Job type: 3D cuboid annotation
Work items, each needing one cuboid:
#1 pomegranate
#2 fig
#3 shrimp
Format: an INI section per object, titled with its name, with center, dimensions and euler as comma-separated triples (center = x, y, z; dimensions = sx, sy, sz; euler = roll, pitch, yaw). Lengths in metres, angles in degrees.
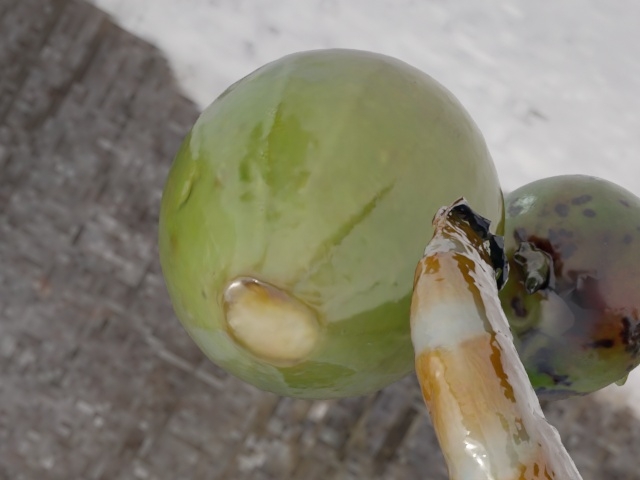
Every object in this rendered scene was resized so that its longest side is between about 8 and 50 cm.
[pomegranate]
center = 0.186, 0.043, 1.330
dimensions = 0.220, 0.156, 0.156
euler = 27, -176, -36
[fig]
center = -0.006, -0.001, 1.150
dimensions = 0.207, 0.230, 0.207
euler = 28, 139, 27
[shrimp]
center = 0.072, 0.069, 0.660
dimensions = 0.161, 0.049, 0.166
euler = 50, -161, -36
